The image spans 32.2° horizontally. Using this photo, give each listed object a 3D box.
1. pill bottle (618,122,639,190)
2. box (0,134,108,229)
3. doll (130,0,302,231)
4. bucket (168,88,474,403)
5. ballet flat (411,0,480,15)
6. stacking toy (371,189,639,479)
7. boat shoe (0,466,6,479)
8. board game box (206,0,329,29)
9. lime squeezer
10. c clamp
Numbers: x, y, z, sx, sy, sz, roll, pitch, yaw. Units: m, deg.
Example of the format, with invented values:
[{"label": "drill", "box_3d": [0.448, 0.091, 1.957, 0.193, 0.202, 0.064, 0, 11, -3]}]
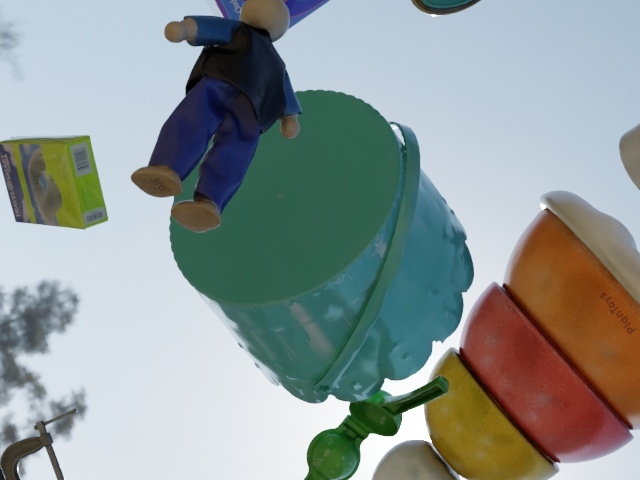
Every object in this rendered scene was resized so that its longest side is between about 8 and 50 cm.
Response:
[{"label": "pill bottle", "box_3d": [0.428, -0.130, 1.160, 0.221, 0.124, 0.124, -35, -103, 41]}, {"label": "box", "box_3d": [-0.338, -0.074, 1.370, 0.178, 0.042, 0.109, 5, -69, 44]}, {"label": "doll", "box_3d": [-0.066, -0.104, 0.778, 0.046, 0.189, 0.129, -11, -44, 45]}, {"label": "bucket", "box_3d": [0.000, 0.000, 1.090, 0.281, 0.281, 0.183, 44, -5, 39]}, {"label": "ballet flat", "box_3d": [0.167, -0.305, 1.163, 0.080, 0.232, 0.073, 57, -20, -18]}, {"label": "stacking toy", "box_3d": [0.248, 0.198, 1.438, 0.350, 0.480, 0.350, 50, 6, -8]}, {"label": "boat shoe", "box_3d": [-0.313, 0.221, 0.965, 0.073, 0.080, 0.223, -152, -129, -69]}, {"label": "board game box", "box_3d": [-0.074, -0.428, 1.399, 0.078, 0.233, 0.347, 49, -8, 37]}, {"label": "lime squeezer", "box_3d": [0.031, 0.215, 1.105, 0.310, 0.059, 0.110, -47, -157, 26]}, {"label": "c clamp", "box_3d": [-0.385, 0.332, 1.560, 0.022, 0.137, 0.160, 5, 68, -77]}]
